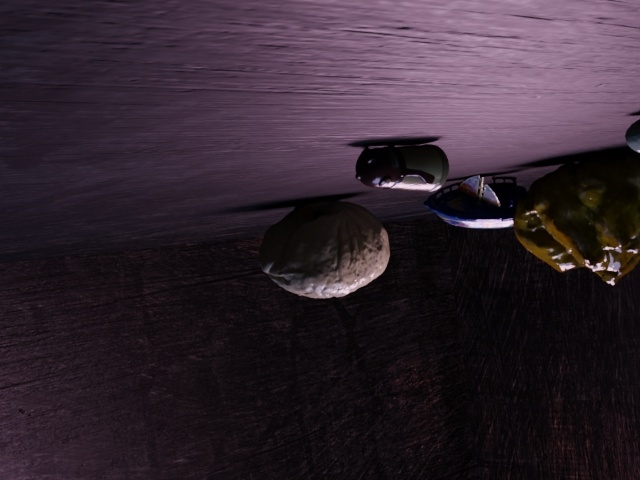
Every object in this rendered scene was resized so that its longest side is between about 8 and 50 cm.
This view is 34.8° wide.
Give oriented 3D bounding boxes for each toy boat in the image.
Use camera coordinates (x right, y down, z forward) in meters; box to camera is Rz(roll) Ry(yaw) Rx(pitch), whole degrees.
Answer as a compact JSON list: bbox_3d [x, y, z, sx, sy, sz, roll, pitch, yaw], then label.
[{"bbox_3d":[0.252,-0.073,1.634,0.175,0.091,0.110,-5,145,-2],"label":"toy boat"}]

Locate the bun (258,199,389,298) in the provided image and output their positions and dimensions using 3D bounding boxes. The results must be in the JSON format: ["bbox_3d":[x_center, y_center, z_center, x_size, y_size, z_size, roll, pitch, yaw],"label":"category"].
[{"bbox_3d":[0.000,0.000,1.693,0.221,0.134,0.220,-6,-153,3],"label":"bun"}]

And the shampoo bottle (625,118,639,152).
[{"bbox_3d":[0.355,-0.110,0.929,0.069,0.041,0.191,-2,177,-13],"label":"shampoo bottle"}]

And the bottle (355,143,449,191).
[{"bbox_3d":[0.073,-0.068,0.968,0.101,0.047,0.063,-5,168,-43],"label":"bottle"}]

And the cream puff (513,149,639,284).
[{"bbox_3d":[0.418,-0.043,1.539,0.244,0.196,0.244,-35,161,-14],"label":"cream puff"}]
